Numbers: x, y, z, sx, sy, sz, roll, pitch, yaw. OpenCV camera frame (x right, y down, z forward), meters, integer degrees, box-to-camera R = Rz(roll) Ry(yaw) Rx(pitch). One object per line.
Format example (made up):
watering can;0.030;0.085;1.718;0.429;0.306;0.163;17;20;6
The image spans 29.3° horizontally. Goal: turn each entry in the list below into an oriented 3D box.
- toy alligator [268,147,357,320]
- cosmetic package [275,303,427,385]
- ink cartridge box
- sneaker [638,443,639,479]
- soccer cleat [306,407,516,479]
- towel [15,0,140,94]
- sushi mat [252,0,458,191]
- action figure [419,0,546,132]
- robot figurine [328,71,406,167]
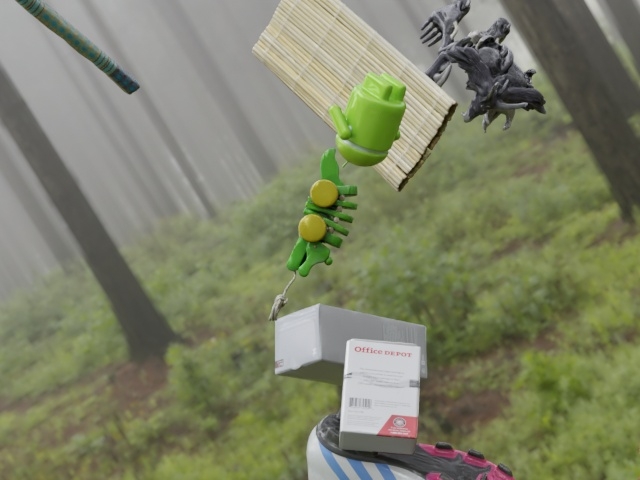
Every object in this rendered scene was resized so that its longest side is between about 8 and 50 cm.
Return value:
toy alligator;0.000;0.000;1.256;0.056;0.051;0.190;94;-166;-86
cosmetic package;0.051;0.181;2.022;0.238;0.107;0.127;18;-27;-37
ink cartridge box;0.077;0.203;1.588;0.099;0.135;0.056;5;-35;1
sneaker;0.615;0.380;2.115;0.128;0.221;0.087;9;10;-45
soccer cleat;0.133;0.338;1.627;0.116;0.331;0.143;-44;-28;-54
towel;-0.464;-0.378;1.943;0.040;0.370;0.271;-49;32;1
sushi mat;0.040;-0.217;1.639;0.019;0.316;0.151;-9;-43;-52
action figure;0.207;-0.215;1.633;0.141;0.164;0.276;-58;17;27
robot figurine;0.058;-0.137;1.426;0.101;0.067;0.115;-7;-55;-46
